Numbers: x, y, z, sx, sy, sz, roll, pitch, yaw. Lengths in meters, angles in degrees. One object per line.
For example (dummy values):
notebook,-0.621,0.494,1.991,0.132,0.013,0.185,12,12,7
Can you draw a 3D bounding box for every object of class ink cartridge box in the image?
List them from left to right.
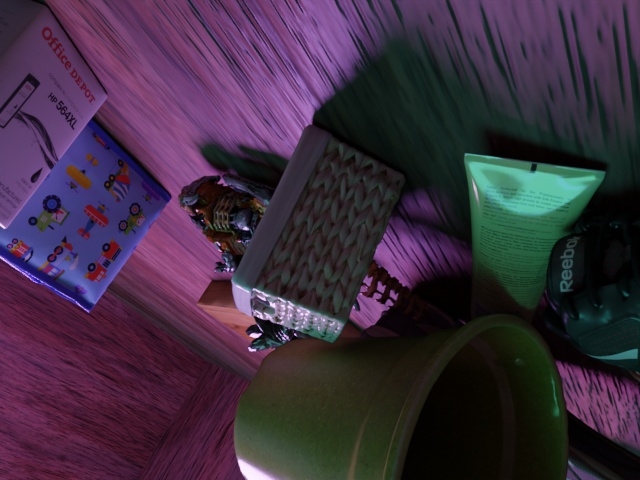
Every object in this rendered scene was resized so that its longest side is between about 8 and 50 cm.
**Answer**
ink cartridge box,-0.345,-0.140,0.633,0.086,0.203,0.148,22,159,17

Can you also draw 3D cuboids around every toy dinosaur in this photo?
toy dinosaur,-0.036,0.028,0.705,0.322,0.164,0.218,42,154,37

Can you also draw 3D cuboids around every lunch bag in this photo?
lunch bag,-0.381,-0.069,0.825,0.138,0.221,0.293,21,159,25

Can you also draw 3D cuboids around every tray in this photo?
tray,-0.095,0.169,1.223,0.203,0.076,0.411,39,160,-23

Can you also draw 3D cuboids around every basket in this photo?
basket,0.000,0.000,0.546,0.103,0.167,0.113,22,160,3

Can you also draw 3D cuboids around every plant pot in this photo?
plant pot,0.059,0.197,0.575,0.254,0.276,0.276,1,145,47

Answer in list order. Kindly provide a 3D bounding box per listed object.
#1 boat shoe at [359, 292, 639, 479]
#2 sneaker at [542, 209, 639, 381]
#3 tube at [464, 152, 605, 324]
boat shoe,0.218,0.170,0.701,0.355,0.130,0.132,30,158,19
sneaker,0.221,0.024,0.369,0.135,0.097,0.276,19,160,10
tube,0.165,0.010,0.498,0.240,0.070,0.062,72,172,-56
